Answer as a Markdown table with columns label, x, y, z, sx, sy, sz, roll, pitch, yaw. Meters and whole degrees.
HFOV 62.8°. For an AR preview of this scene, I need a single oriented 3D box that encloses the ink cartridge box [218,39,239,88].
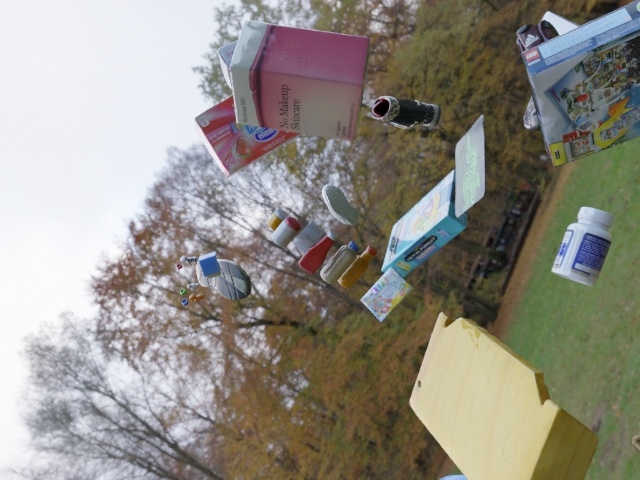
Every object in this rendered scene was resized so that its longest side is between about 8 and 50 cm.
| label | x | y | z | sx | sy | sz | roll | pitch | yaw |
| --- | --- | --- | --- | --- | --- | --- | --- | --- | --- |
| ink cartridge box | -0.151 | -0.497 | 1.398 | 0.232 | 0.066 | 0.189 | -30 | 1 | -6 |

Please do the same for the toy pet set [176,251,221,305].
| label | x | y | z | sx | sy | sz | roll | pitch | yaw |
| --- | --- | --- | --- | --- | --- | --- | --- | --- | --- |
| toy pet set | -0.304 | 0.079 | 1.294 | 0.114 | 0.122 | 0.065 | -18 | -33 | -5 |

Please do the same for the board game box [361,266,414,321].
| label | x | y | z | sx | sy | sz | roll | pitch | yaw |
| --- | --- | --- | --- | --- | --- | --- | --- | --- | --- |
| board game box | 0.220 | 0.178 | 1.730 | 0.154 | 0.103 | 0.026 | -50 | -25 | 12 |

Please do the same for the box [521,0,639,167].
| label | x | y | z | sx | sy | sz | roll | pitch | yaw |
| --- | --- | --- | --- | --- | --- | --- | --- | --- | --- |
| box | 0.381 | -0.202 | 0.722 | 0.233 | 0.159 | 0.044 | 40 | -145 | -52 |

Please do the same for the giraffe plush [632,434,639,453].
| label | x | y | z | sx | sy | sz | roll | pitch | yaw |
| --- | --- | --- | --- | --- | --- | --- | --- | --- | --- |
| giraffe plush | 0.603 | 0.295 | 0.824 | 0.181 | 0.170 | 0.210 | -7 | -76 | -30 |

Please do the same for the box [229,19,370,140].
| label | x | y | z | sx | sy | sz | roll | pitch | yaw |
| --- | --- | --- | --- | --- | --- | --- | --- | --- | --- |
| box | -0.035 | -0.289 | 0.961 | 0.149 | 0.232 | 0.127 | 94 | -175 | -61 |

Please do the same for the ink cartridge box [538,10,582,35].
| label | x | y | z | sx | sy | sz | roll | pitch | yaw |
| --- | --- | --- | --- | --- | --- | --- | --- | --- | --- |
| ink cartridge box | 0.785 | -0.492 | 1.405 | 0.330 | 0.324 | 0.071 | -93 | 24 | -54 |

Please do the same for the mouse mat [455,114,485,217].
| label | x | y | z | sx | sy | sz | roll | pitch | yaw |
| --- | --- | --- | --- | --- | --- | --- | --- | --- | --- |
| mouse mat | 0.326 | -0.159 | 1.148 | 0.153 | 0.007 | 0.190 | 118 | 157 | -71 |

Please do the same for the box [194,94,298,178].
| label | x | y | z | sx | sy | sz | roll | pitch | yaw |
| --- | --- | --- | --- | --- | --- | --- | --- | --- | --- |
| box | -0.134 | -0.288 | 1.253 | 0.299 | 0.154 | 0.142 | -33 | 9 | -9 |

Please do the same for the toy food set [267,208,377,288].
| label | x | y | z | sx | sy | sz | roll | pitch | yaw |
| --- | --- | --- | --- | --- | --- | --- | --- | --- | --- |
| toy food set | 0.000 | 0.000 | 1.096 | 0.104 | 0.232 | 0.111 | -50 | -2 | 18 |

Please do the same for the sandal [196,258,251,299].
| label | x | y | z | sx | sy | sz | roll | pitch | yaw |
| --- | --- | --- | --- | --- | --- | --- | --- | --- | --- |
| sandal | -0.312 | 0.112 | 1.732 | 0.086 | 0.302 | 0.120 | -4 | -79 | -39 |

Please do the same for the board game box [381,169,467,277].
| label | x | y | z | sx | sy | sz | roll | pitch | yaw |
| --- | --- | --- | --- | --- | --- | --- | --- | --- | --- |
| board game box | 0.355 | -0.048 | 1.771 | 0.336 | 0.079 | 0.254 | -46 | 14 | 41 |

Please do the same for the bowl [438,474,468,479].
| label | x | y | z | sx | sy | sz | roll | pitch | yaw |
| --- | --- | --- | --- | --- | --- | --- | --- | --- | --- |
| bowl | 0.449 | 0.703 | 1.248 | 0.077 | 0.391 | 0.391 | -57 | -20 | -37 |

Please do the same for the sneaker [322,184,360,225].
| label | x | y | z | sx | sy | sz | roll | pitch | yaw |
| --- | --- | --- | --- | --- | --- | --- | --- | --- | --- |
| sneaker | 0.064 | -0.141 | 2.133 | 0.090 | 0.094 | 0.235 | -56 | -48 | -17 |

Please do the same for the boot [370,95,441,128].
| label | x | y | z | sx | sy | sz | roll | pitch | yaw |
| --- | --- | --- | --- | --- | --- | --- | --- | --- | --- |
| boot | 0.222 | -0.385 | 1.560 | 0.178 | 0.236 | 0.085 | 3 | -79 | -26 |

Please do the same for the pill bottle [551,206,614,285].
| label | x | y | z | sx | sy | sz | roll | pitch | yaw |
| --- | --- | --- | --- | --- | --- | --- | --- | --- | --- |
| pill bottle | 0.689 | 0.014 | 1.365 | 0.187 | 0.112 | 0.112 | -70 | -18 | 2 |

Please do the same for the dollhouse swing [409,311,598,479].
| label | x | y | z | sx | sy | sz | roll | pitch | yaw |
| --- | --- | --- | --- | --- | --- | --- | --- | --- | --- |
| dollhouse swing | 0.401 | 0.354 | 1.017 | 0.347 | 0.304 | 0.315 | -137 | 60 | -66 |

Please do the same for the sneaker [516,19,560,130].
| label | x | y | z | sx | sy | sz | roll | pitch | yaw |
| --- | --- | --- | --- | --- | --- | --- | --- | --- | --- |
| sneaker | 0.407 | -0.318 | 0.980 | 0.106 | 0.163 | 0.281 | -27 | 13 | 39 |
